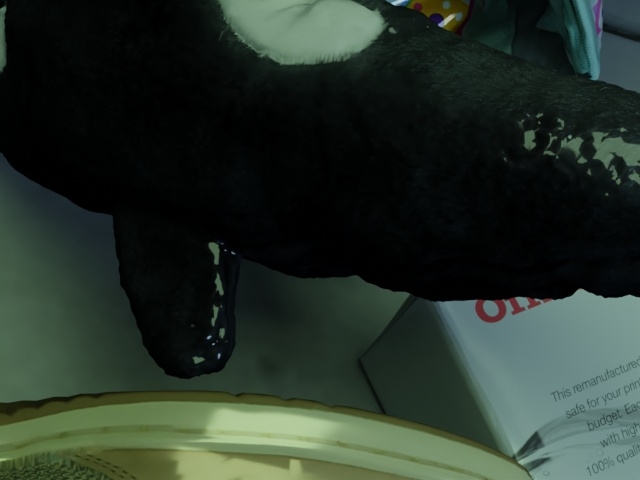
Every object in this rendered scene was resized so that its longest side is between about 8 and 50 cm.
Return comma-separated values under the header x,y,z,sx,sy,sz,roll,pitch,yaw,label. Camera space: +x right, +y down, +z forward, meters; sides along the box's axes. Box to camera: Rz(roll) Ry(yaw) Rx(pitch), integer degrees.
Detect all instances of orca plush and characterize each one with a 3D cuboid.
x,y,z,sx,sy,sz,roll,pitch,yaw,label
0.000,0.000,0.389,0.287,0.151,0.102,22,79,18,orca plush

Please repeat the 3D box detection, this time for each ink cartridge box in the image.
x,y,z,sx,sy,sz,roll,pitch,yaw,label
0.097,0.073,0.455,0.109,0.063,0.150,-18,72,-26,ink cartridge box

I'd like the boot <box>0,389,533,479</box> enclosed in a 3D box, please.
x,y,z,sx,sy,sz,roll,pitch,yaw,label
-0.065,0.141,0.344,0.261,0.095,0.204,3,65,-16,boot

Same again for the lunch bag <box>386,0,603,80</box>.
x,y,z,sx,sy,sz,roll,pitch,yaw,label
0.000,-0.183,0.490,0.262,0.160,0.223,22,55,-26,lunch bag
